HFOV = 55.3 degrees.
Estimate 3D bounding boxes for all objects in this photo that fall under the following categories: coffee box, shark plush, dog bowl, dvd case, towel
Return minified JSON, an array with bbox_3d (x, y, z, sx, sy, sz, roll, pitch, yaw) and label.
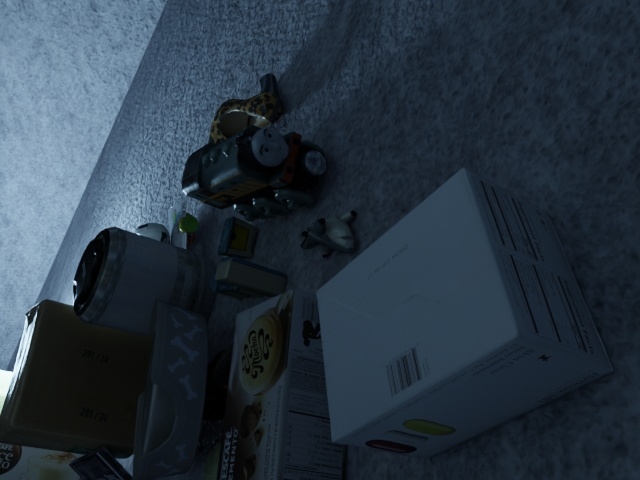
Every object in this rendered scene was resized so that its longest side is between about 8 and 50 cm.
[{"bbox_3d":[-0.916,0.625,1.831,0.338,0.338,0.334,32,99,59],"label":"coffee box"},{"bbox_3d":[0.000,0.000,1.038,0.161,0.073,0.067,-16,89,48],"label":"shark plush"},{"bbox_3d":[-0.296,0.294,1.201,0.349,0.102,0.348,-172,90,-73],"label":"dog bowl"},{"bbox_3d":[-0.053,0.244,0.908,0.168,0.119,0.297,-27,50,47],"label":"coffee box"},{"bbox_3d":[-0.474,0.544,1.377,0.221,0.164,0.018,-33,10,46],"label":"dvd case"},{"bbox_3d":[-0.176,0.428,1.084,0.110,0.027,0.148,-48,37,33],"label":"towel"}]

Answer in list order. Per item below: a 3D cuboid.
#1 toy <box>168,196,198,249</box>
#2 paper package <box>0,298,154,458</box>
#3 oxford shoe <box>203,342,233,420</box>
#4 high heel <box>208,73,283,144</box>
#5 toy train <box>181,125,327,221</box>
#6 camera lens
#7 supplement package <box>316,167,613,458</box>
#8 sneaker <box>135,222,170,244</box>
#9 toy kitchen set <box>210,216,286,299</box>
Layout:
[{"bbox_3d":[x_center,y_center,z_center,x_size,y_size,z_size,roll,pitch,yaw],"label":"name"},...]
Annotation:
[{"bbox_3d":[-0.355,-0.028,1.595,0.237,0.056,0.136,166,104,-68],"label":"toy"},{"bbox_3d":[-0.546,0.333,1.432,0.168,0.325,0.309,-31,47,46],"label":"paper package"},{"bbox_3d":[-0.169,0.229,1.137,0.227,0.083,0.096,-52,33,26],"label":"oxford shoe"},{"bbox_3d":[-0.191,-0.266,1.446,0.261,0.093,0.186,-42,33,24],"label":"high heel"},{"bbox_3d":[-0.133,-0.130,1.186,0.334,0.190,0.142,-10,65,56],"label":"toy train"},{"bbox_3d":[-0.404,0.104,1.393,0.219,0.274,0.219,-35,45,44],"label":"camera lens"},{"bbox_3d":[0.136,0.093,0.674,0.262,0.145,0.204,-43,39,37],"label":"supplement package"},{"bbox_3d":[-0.440,0.070,1.617,0.235,0.094,0.153,120,139,-49],"label":"sneaker"},{"bbox_3d":[-0.160,0.020,1.206,0.207,0.122,0.166,-12,63,55],"label":"toy kitchen set"}]
